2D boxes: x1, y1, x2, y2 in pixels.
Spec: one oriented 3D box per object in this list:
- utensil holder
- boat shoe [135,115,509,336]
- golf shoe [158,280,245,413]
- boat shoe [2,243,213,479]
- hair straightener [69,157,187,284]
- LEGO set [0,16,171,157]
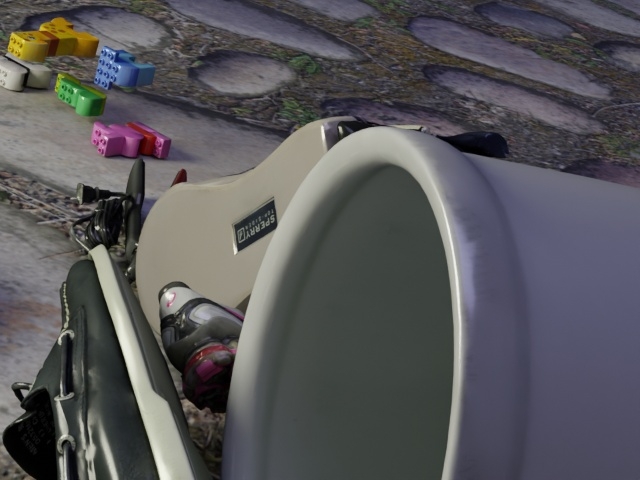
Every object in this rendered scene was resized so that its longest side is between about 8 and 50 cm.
[{"bbox_3d":[0.176,0.130,1.056,0.385,0.328,0.327,11,22,-21],"label":"utensil holder"},{"bbox_3d":[0.000,0.000,1.330,0.158,0.127,0.340,0,-11,-31],"label":"boat shoe"},{"bbox_3d":[-0.049,0.082,1.235,0.086,0.067,0.186,61,6,30],"label":"golf shoe"},{"bbox_3d":[-0.140,0.118,1.136,0.113,0.127,0.340,-25,37,-3],"label":"boat shoe"},{"bbox_3d":[-0.169,-0.013,1.533,0.089,0.047,0.230,15,26,-3],"label":"hair straightener"},{"bbox_3d":[-0.248,-0.159,1.758,0.227,0.087,0.093,29,25,32],"label":"LEGO set"}]
